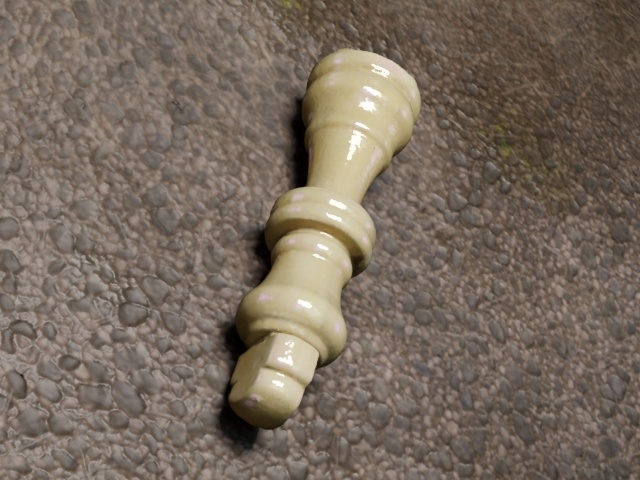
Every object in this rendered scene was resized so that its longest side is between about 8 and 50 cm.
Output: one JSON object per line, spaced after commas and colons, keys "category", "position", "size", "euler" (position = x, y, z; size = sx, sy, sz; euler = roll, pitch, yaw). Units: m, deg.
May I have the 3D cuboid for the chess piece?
{"category": "chess piece", "position": [0.000, 0.000, 1.307], "size": [0.117, 0.117, 0.397], "euler": [32, 51, -19]}
